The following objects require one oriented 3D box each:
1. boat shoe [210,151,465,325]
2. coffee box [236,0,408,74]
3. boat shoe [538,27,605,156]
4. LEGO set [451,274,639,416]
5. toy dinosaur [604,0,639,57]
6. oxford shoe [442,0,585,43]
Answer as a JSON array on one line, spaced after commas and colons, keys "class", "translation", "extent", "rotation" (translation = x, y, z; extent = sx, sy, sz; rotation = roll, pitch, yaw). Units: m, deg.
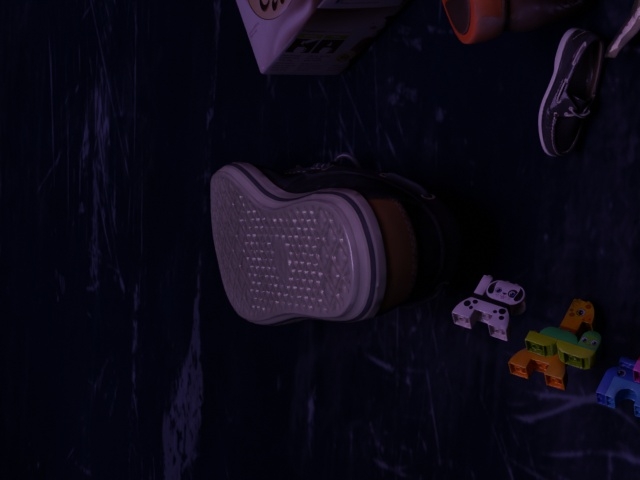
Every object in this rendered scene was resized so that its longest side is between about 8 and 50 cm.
[{"class": "boat shoe", "translation": [0.000, 0.000, 1.870], "extent": [0.500, 0.156, 0.186], "rotation": [-173, 75, -66]}, {"class": "coffee box", "translation": [0.026, -0.326, 1.812], "extent": [0.297, 0.119, 0.168], "rotation": [-43, 58, 49]}, {"class": "boat shoe", "translation": [0.241, -0.137, 1.596], "extent": [0.038, 0.046, 0.125], "rotation": [30, 110, 55]}, {"class": "LEGO set", "translation": [0.249, 0.088, 1.574], "extent": [0.227, 0.093, 0.087], "rotation": [18, 148, 26]}, {"class": "toy dinosaur", "translation": [0.298, -0.293, 1.487], "extent": [0.118, 0.064, 0.268], "rotation": [16, 112, 57]}, {"class": "oxford shoe", "translation": [0.159, -0.367, 1.619], "extent": [0.130, 0.133, 0.363], "rotation": [126, 133, -76]}]
